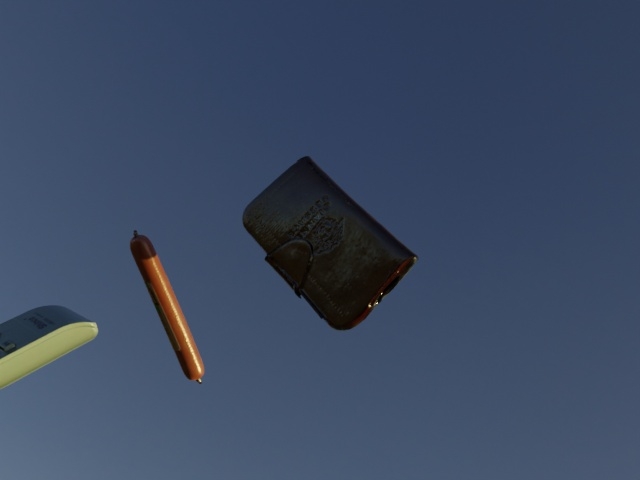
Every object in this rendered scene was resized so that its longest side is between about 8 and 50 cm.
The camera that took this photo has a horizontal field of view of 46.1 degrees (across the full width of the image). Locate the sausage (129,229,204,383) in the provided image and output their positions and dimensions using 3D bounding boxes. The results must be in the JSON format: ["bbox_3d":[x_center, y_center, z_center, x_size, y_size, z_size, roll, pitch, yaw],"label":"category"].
[{"bbox_3d":[-0.194,0.088,0.959,0.029,0.029,0.223,-7,-69,35],"label":"sausage"}]

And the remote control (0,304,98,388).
[{"bbox_3d":[-0.229,0.088,0.494,0.061,0.162,0.029,11,-57,51],"label":"remote control"}]

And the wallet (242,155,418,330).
[{"bbox_3d":[0.000,0.000,0.926,0.255,0.137,0.031,46,0,43],"label":"wallet"}]
